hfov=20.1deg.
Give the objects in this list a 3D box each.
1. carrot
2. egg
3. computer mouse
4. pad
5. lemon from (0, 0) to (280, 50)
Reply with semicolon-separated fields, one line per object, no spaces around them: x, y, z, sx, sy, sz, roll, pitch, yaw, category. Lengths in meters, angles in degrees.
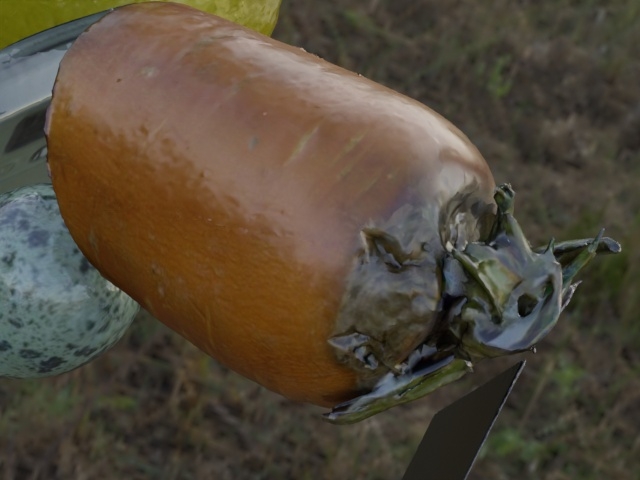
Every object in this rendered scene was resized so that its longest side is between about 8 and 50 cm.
0.000;0.000;1.085;0.331;0.214;0.193;23;45;33;carrot
-0.202;0.032;1.255;0.132;0.172;0.132;47;29;-36;egg
-0.249;-0.103;1.471;0.095;0.197;0.331;44;38;14;computer mouse
0.058;0.185;1.173;0.005;0.202;0.300;28;-14;0;pad
-0.197;-0.290;1.884;0.364;0.364;0.364;16;30;-9;lemon
